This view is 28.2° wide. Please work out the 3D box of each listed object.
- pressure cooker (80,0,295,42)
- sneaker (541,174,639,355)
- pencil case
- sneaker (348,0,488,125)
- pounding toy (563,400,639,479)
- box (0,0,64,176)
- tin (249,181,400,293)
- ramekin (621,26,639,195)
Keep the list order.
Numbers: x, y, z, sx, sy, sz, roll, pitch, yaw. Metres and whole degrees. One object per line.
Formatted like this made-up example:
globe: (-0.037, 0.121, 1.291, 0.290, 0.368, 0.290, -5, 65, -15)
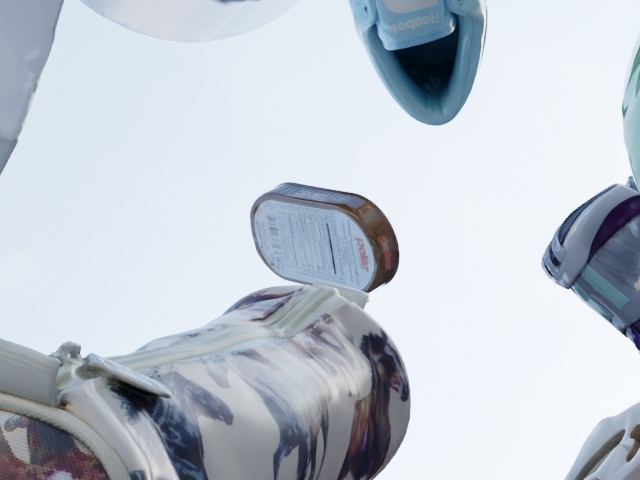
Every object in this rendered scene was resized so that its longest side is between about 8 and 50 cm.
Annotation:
pressure cooker: (-0.095, -0.391, 1.185, 0.375, 0.420, 0.370, 29, -97, -12)
sneaker: (0.241, -0.014, 0.763, 0.224, 0.098, 0.083, -34, -21, -17)
pencil case: (-0.076, 0.121, 0.750, 0.183, 0.160, 0.410, -66, -18, 14)
sneaker: (0.074, -0.235, 0.999, 0.135, 0.150, 0.366, -15, -38, 10)
pounding toy: (0.297, 0.234, 1.078, 0.155, 0.154, 0.269, 33, -99, -5)
box: (-0.345, -0.049, 0.956, 0.168, 0.215, 0.345, 24, -54, -19)
tin: (0.000, 0.000, 1.319, 0.040, 0.190, 0.106, -33, -60, -38)
ramekin: (0.286, -0.071, 0.570, 0.303, 0.303, 0.148, -27, -25, -24)
